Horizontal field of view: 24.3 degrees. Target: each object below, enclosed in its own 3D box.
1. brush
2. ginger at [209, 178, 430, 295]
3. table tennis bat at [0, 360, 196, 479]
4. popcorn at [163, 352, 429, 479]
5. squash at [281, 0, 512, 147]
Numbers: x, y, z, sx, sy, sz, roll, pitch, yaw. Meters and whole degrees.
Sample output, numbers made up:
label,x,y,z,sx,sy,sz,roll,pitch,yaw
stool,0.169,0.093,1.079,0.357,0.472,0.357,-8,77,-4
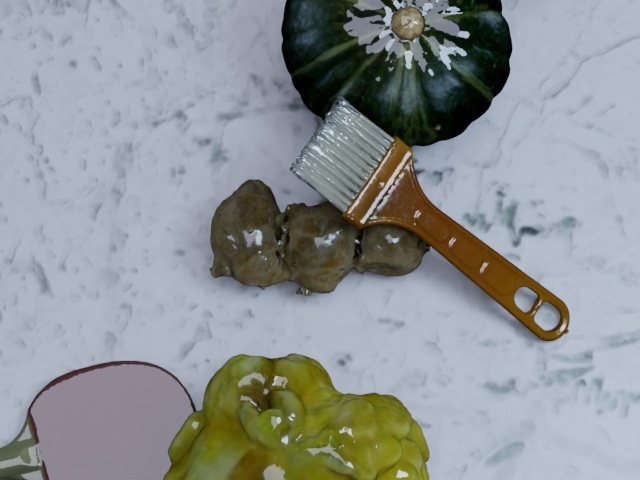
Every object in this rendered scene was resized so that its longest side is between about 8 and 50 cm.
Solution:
label,x,y,z,sx,sy,sz,roll,pitch,yaw
brush,0.113,-0.005,1.346,0.314,0.017,0.090,37,80,-17
ginger,0.000,0.000,1.373,0.204,0.080,0.104,6,79,-1
table tennis bat,-0.232,0.189,1.350,0.247,0.022,0.138,-13,74,-7
popcorn,-0.021,0.193,1.283,0.226,0.200,0.203,-35,45,21
squash,0.071,-0.186,1.382,0.218,0.172,0.218,1,74,-4
